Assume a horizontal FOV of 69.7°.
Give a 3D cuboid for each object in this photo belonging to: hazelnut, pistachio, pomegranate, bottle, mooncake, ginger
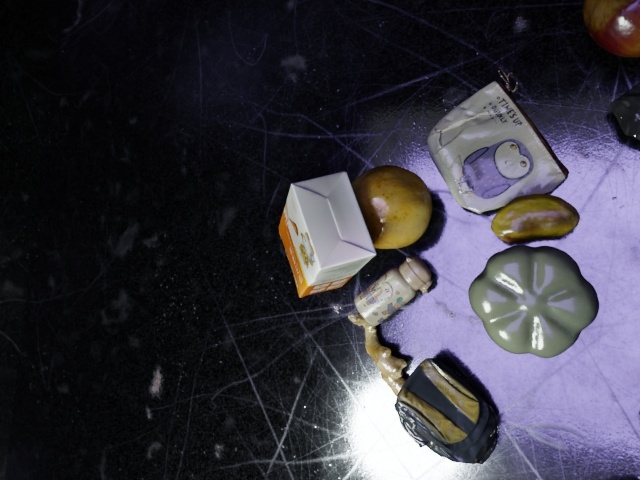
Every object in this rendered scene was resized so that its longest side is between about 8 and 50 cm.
[{"bbox_3d":[0.693,-0.517,0.992,0.217,0.217,0.251,15,77,26],"label":"hazelnut"},{"bbox_3d":[0.501,-0.054,1.084,0.190,0.100,0.110,-11,85,23],"label":"pistachio"},{"bbox_3d":[0.169,-0.082,1.183,0.233,0.233,0.233,-3,84,25],"label":"pomegranate"},{"bbox_3d":[0.201,0.134,1.216,0.209,0.097,0.110,-40,93,17],"label":"bottle"},{"bbox_3d":[0.484,0.137,1.060,0.275,0.135,0.274,-1,87,23],"label":"mooncake"},{"bbox_3d":[0.172,0.309,1.225,0.089,0.075,0.288,-43,72,38],"label":"ginger"}]

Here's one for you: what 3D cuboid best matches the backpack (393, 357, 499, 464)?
[{"bbox_3d":[0.308,0.422,1.109,0.258,0.133,0.206,39,75,15],"label":"backpack"}]

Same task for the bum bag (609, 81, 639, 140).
[{"bbox_3d":[0.790,-0.362,0.985,0.144,0.095,0.340,44,106,13],"label":"bum bag"}]

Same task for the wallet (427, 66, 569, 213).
[{"bbox_3d":[0.428,-0.233,1.158,0.275,0.068,0.335,-31,74,18],"label":"wallet"}]

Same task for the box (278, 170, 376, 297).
[{"bbox_3d":[0.000,0.000,1.192,0.144,0.341,0.224,-15,76,-14],"label":"box"}]
